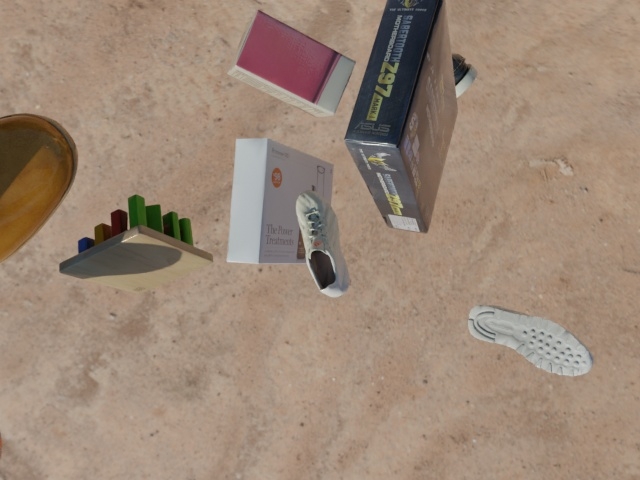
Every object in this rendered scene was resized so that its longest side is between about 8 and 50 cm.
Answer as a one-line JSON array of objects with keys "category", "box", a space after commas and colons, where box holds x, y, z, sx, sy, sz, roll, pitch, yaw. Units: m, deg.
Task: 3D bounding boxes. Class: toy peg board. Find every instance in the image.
[{"category": "toy peg board", "box": [-0.280, 0.006, 0.862, 0.161, 0.161, 0.079, -22, 64, 21]}]

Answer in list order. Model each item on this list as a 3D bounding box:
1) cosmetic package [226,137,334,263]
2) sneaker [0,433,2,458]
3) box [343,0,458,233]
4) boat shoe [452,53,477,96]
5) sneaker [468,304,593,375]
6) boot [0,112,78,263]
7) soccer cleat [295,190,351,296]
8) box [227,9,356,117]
[{"category": "cosmetic package", "box": [-0.087, -0.083, 1.417, 0.097, 0.377, 0.284, 2, 89, 25]}, {"category": "sneaker", "box": [-0.537, 0.184, 0.670, 0.180, 0.124, 0.321, -18, 106, -14]}, {"category": "box", "box": [0.103, -0.133, 0.630, 0.059, 0.232, 0.183, 11, 73, 20]}, {"category": "boat shoe", "box": [0.174, -0.333, 1.136, 0.113, 0.340, 0.127, 42, 88, -21]}, {"category": "sneaker", "box": [0.400, 0.177, 1.053, 0.235, 0.095, 0.090, 25, 101, 41]}, {"category": "boot", "box": [-0.318, 0.013, 0.380, 0.295, 0.211, 0.104, -34, 103, 1]}, {"category": "soccer cleat", "box": [0.000, 0.000, 0.943, 0.068, 0.076, 0.196, -25, 73, 22]}, {"category": "box", "box": [-0.066, -0.372, 1.206, 0.232, 0.148, 0.127, 22, 94, -19]}]
